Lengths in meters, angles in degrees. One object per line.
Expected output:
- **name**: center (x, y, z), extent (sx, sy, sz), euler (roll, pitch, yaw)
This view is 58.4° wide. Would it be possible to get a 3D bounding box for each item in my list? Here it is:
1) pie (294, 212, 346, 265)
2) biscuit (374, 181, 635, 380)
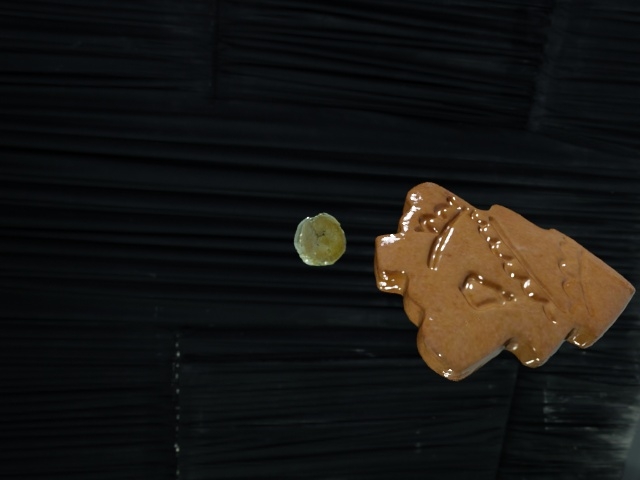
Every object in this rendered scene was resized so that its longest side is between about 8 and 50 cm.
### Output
- **pie**: center (0.000, 0.000, 0.855), extent (0.020, 0.084, 0.084), euler (-14, 73, 63)
- **biscuit**: center (0.212, 0.036, 0.648), extent (0.284, 0.306, 0.043), euler (-91, 10, -46)
